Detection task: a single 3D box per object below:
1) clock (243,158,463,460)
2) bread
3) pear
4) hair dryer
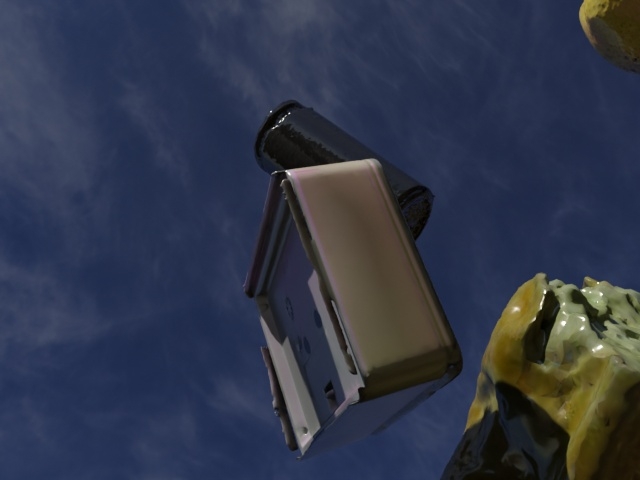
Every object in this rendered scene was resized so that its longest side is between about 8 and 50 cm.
[{"bbox_3d":[0.007,0.053,0.452,0.071,0.147,0.192,-12,-24,-18],"label":"clock"},{"bbox_3d":[0.187,0.172,0.427,0.238,0.196,0.252,28,-73,10],"label":"bread"},{"bbox_3d":[0.417,-0.299,0.857,0.178,0.178,0.178,0,-64,-1],"label":"pear"},{"bbox_3d":[0.000,0.000,0.750,0.197,0.089,0.251,36,-57,29],"label":"hair dryer"}]
